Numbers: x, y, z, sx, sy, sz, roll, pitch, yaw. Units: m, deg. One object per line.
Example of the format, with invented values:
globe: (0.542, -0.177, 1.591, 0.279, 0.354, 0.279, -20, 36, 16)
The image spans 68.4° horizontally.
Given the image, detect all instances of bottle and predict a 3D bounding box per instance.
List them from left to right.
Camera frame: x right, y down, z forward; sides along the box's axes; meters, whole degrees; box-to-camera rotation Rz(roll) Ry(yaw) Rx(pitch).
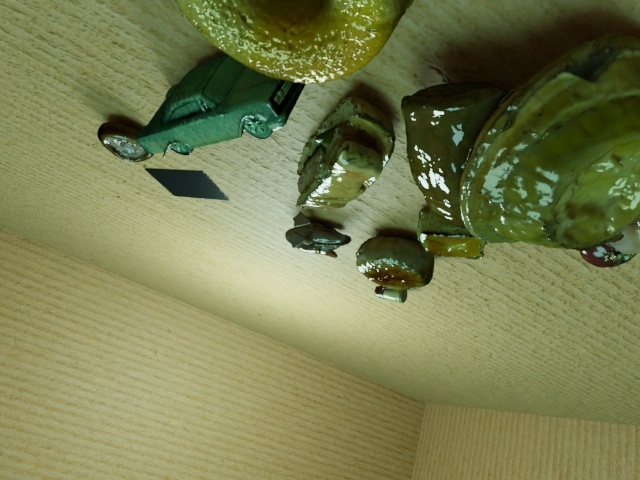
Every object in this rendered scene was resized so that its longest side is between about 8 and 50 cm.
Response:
bottle: (0.209, 0.158, 1.424, 0.101, 0.047, 0.063, 6, 118, 36)

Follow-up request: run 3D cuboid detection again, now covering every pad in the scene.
pad: (-0.339, -0.142, 1.199, 0.190, 0.004, 0.127, 6, 154, 25)

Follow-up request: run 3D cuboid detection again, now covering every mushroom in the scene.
mushroom: (-0.422, -0.217, 1.028, 0.123, 0.052, 0.123, 10, 161, 3)

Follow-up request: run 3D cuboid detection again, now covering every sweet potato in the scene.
sweet potato: (0.213, -0.105, 0.691, 0.157, 0.158, 0.370, 6, 154, 26)

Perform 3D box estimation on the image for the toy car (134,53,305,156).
toy car: (-0.165, -0.214, 0.735, 0.320, 0.142, 0.097, -1, 144, 37)

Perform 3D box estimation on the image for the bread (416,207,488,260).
bread: (0.271, -0.012, 0.961, 0.140, 0.069, 0.128, 3, 154, 23)

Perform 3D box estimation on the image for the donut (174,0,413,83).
donut: (-0.043, -0.294, 0.508, 0.302, 0.110, 0.303, 14, 157, 6)

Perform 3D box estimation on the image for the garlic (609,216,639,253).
garlic: (0.472, -0.052, 0.690, 0.124, 0.099, 0.174, -16, 121, 39)

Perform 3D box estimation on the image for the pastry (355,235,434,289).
pastry: (0.185, 0.052, 1.136, 0.182, 0.093, 0.192, 1, 156, 32)

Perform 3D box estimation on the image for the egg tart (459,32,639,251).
egg tart: (0.303, -0.086, 0.550, 0.290, 0.115, 0.290, -13, 134, -14)

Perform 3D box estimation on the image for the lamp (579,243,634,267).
lamp: (0.493, 0.001, 0.803, 0.101, 0.090, 0.101, -3, 129, -3)

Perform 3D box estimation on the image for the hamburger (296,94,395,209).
hamburger: (0.043, -0.141, 0.796, 0.130, 0.124, 0.262, 5, 166, -18)

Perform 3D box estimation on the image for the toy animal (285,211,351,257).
toy animal: (0.000, 0.000, 1.181, 0.188, 0.089, 0.179, 9, 169, 22)
